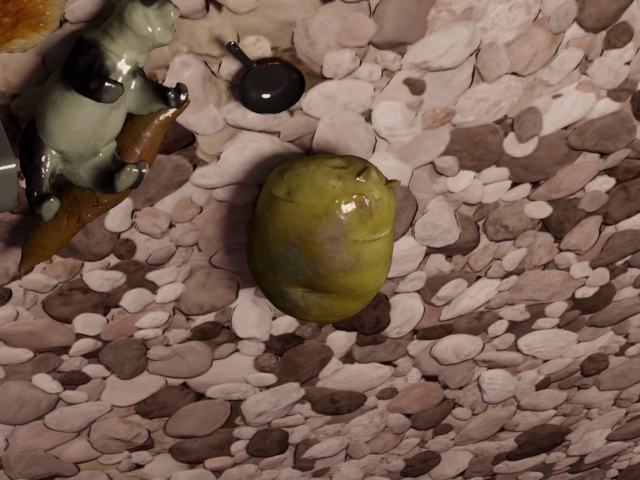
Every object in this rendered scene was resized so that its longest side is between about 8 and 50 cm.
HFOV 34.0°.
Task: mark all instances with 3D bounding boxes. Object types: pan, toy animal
[{"bbox_3d":[-0.061,-0.167,1.029,0.068,0.023,0.115,-28,143,14],"label":"pan"},{"bbox_3d":[-0.197,-0.128,0.951,0.093,0.121,0.225,7,130,-40],"label":"toy animal"}]

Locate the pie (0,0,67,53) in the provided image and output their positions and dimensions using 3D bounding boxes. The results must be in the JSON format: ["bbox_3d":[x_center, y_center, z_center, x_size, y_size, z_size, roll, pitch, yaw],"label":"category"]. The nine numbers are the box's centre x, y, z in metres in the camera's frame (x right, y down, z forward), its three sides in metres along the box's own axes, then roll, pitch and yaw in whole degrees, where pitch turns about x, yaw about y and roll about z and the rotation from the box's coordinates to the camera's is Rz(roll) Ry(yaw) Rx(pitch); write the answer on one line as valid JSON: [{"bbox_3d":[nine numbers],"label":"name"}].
[{"bbox_3d":[-0.283,-0.224,0.837,0.163,0.079,0.193,-19,140,-7],"label":"pie"}]

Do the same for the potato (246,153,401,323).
[{"bbox_3d":[0.000,0.000,1.165,0.169,0.143,0.248,21,146,12],"label":"potato"}]

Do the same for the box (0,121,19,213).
[{"bbox_3d":[-0.325,-0.075,0.967,0.069,0.122,0.084,-13,144,-25],"label":"box"}]

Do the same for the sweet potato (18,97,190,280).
[{"bbox_3d":[-0.228,-0.055,1.066,0.067,0.067,0.274,24,122,-40],"label":"sweet potato"}]
